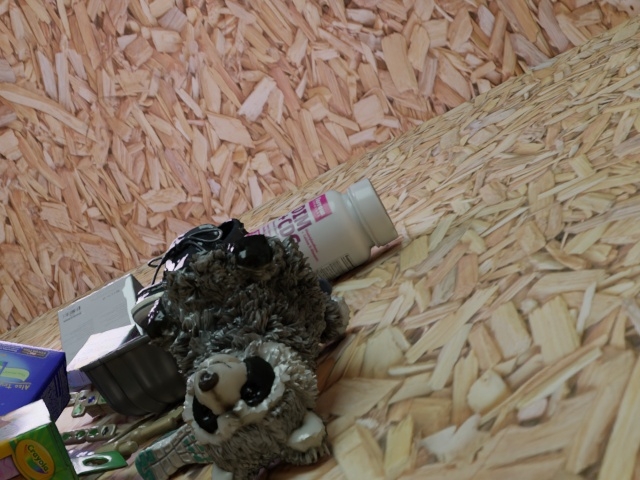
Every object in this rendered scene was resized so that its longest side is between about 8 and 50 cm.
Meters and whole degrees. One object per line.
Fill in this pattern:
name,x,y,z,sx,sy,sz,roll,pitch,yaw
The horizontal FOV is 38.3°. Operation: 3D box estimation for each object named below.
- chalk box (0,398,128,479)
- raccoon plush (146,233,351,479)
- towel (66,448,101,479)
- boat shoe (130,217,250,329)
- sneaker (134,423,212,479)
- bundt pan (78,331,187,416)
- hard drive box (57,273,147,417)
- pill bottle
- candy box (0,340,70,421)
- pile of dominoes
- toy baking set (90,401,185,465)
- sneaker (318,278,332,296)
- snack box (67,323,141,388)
chalk box,-0.401,0.330,1.205,0.288,0.179,0.180,-23,8,-21
raccoon plush,-0.024,0.171,1.223,0.446,0.299,0.216,7,-40,-49
towel,-0.468,0.403,1.505,0.209,0.034,0.285,-35,11,-33
boat shoe,-0.254,0.059,1.887,0.186,0.156,0.500,-25,3,21
sneaker,-0.176,0.273,1.267,0.166,0.065,0.076,-24,8,21
bundt pan,-0.225,0.189,1.542,0.330,0.124,0.331,-28,0,0
hard drive box,-0.418,0.206,1.847,0.181,0.089,0.232,-28,45,5
pill bottle,0.000,0.000,1.820,0.283,0.160,0.160,-28,10,6
candy box,-0.593,0.297,1.481,0.268,0.122,0.317,8,32,10
pile of dominoes,-0.448,0.284,1.686,0.251,0.040,0.196,-12,40,20
toy baking set,-0.256,0.290,1.407,0.196,0.030,0.256,-25,-2,-42
sneaker,-0.046,0.110,1.719,0.144,0.053,0.059,-27,8,5
snack box,-0.401,0.212,1.704,0.100,0.037,0.141,-14,21,16
